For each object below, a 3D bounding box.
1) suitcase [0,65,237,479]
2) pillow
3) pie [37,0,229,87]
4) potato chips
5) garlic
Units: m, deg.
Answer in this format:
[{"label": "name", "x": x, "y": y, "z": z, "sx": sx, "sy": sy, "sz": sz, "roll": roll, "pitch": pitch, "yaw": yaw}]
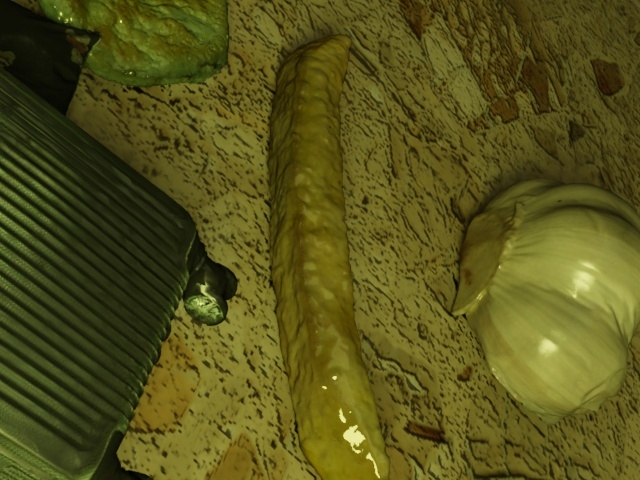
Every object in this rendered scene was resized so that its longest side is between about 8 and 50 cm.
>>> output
[{"label": "suitcase", "x": -0.199, "y": 0.007, "z": 0.600, "sx": 0.312, "sy": 0.128, "sz": 0.202, "roll": 39, "pitch": 44, "yaw": -20}, {"label": "pillow", "x": -0.192, "y": -0.090, "z": 0.740, "sx": 0.090, "sy": 0.048, "sz": 0.150, "roll": 33, "pitch": 47, "yaw": -32}, {"label": "pie", "x": -0.138, "y": -0.186, "z": 0.868, "sx": 0.186, "sy": 0.041, "sz": 0.187, "roll": 26, "pitch": 48, "yaw": -34}, {"label": "potato chips", "x": 0.000, "y": 0.000, "z": 0.874, "sx": 0.080, "sy": 0.057, "sz": 0.407, "roll": 19, "pitch": 52, "yaw": -34}, {"label": "garlic", "x": 0.217, "y": 0.033, "z": 1.022, "sx": 0.178, "sy": 0.143, "sz": 0.229, "roll": 34, "pitch": 36, "yaw": -25}]
